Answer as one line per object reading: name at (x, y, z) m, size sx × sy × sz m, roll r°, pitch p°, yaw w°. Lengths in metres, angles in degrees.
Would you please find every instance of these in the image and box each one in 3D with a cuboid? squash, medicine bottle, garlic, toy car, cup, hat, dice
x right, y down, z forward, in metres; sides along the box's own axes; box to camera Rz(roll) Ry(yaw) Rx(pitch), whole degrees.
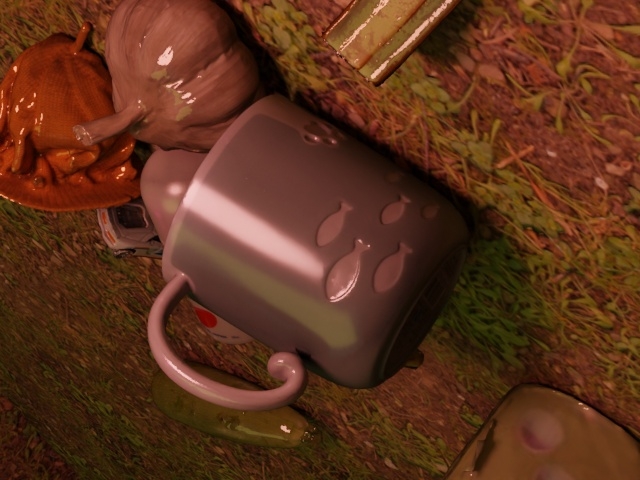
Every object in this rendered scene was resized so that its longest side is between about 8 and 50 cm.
squash at (-0.156, 0.294, 2.501) m, size 0.371 × 0.118 × 0.118 m, roll 16°, pitch 147°, yaw 39°
medicine bottle at (-0.148, -0.003, 1.959) m, size 0.130 × 0.130 × 0.341 m, roll 24°, pitch 152°, yaw 29°
garlic at (-0.185, -0.164, 1.636) m, size 0.218 × 0.212 × 0.218 m, roll 38°, pitch 156°, yaw 20°
toy car at (-0.236, -0.019, 2.033) m, size 0.056 × 0.095 × 0.205 m, roll -31°, pitch 154°, yaw 33°
cup at (-0.022, 0.046, 1.596) m, size 0.274 × 0.356 × 0.259 m, roll 30°, pitch 151°, yaw 15°
hat at (-0.326, -0.189, 1.908) m, size 0.244 × 0.233 × 0.233 m, roll 25°, pitch 128°, yaw 3°
dice at (0.277, 0.352, 1.830) m, size 0.250 × 0.252 × 0.254 m, roll 35°, pitch 154°, yaw 8°

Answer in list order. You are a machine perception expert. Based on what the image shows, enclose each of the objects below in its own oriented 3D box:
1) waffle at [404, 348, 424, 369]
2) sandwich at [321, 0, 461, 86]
waffle at (0.011, 0.088, 1.839) m, size 0.291 × 0.051 × 0.291 m, roll 22°, pitch -167°, yaw -6°
sandwich at (0.089, -0.238, 1.358) m, size 0.079 × 0.113 × 0.163 m, roll 41°, pitch 121°, yaw -3°
